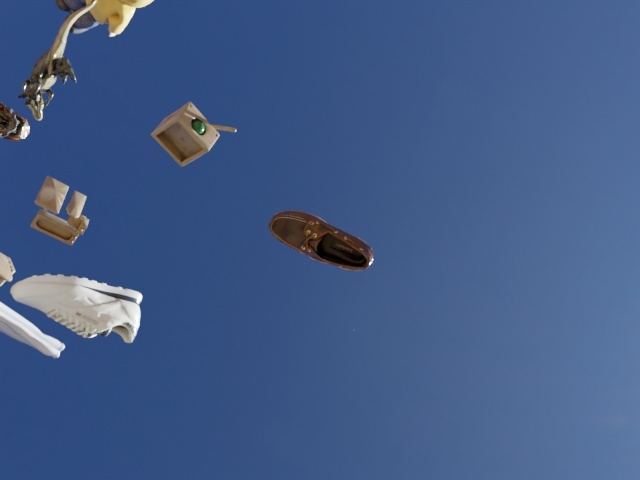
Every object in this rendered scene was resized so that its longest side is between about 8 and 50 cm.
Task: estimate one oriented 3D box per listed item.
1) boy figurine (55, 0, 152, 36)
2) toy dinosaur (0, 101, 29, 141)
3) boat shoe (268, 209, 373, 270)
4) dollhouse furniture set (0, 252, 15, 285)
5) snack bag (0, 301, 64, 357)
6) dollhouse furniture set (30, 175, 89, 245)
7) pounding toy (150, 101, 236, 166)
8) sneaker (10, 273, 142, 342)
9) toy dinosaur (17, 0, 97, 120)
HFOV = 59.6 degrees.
[{"bbox_3d":[-0.512,-0.591,1.345,0.285,0.092,0.177,-6,-66,29],"label":"boy figurine"},{"bbox_3d":[-0.761,-0.280,1.110,0.321,0.218,0.165,2,-93,-4],"label":"toy dinosaur"},{"bbox_3d":[0.000,0.000,1.035,0.206,0.073,0.073,18,-74,3],"label":"boat shoe"},{"bbox_3d":[-0.838,0.115,1.120,0.303,0.286,0.198,-48,-139,-5],"label":"dollhouse furniture set"},{"bbox_3d":[-0.511,0.022,0.659,0.323,0.343,0.037,11,-121,32],"label":"snack bag"},{"bbox_3d":[-0.680,-0.047,1.436,0.144,0.123,0.151,31,-66,-29],"label":"dollhouse furniture set"},{"bbox_3d":[-0.313,-0.269,1.390,0.141,0.130,0.100,-20,-147,35],"label":"pounding toy"},{"bbox_3d":[-0.431,0.123,1.005,0.090,0.235,0.095,-18,-117,43],"label":"sneaker"},{"bbox_3d":[-0.468,-0.297,0.976,0.268,0.064,0.118,-42,-138,28],"label":"toy dinosaur"}]
